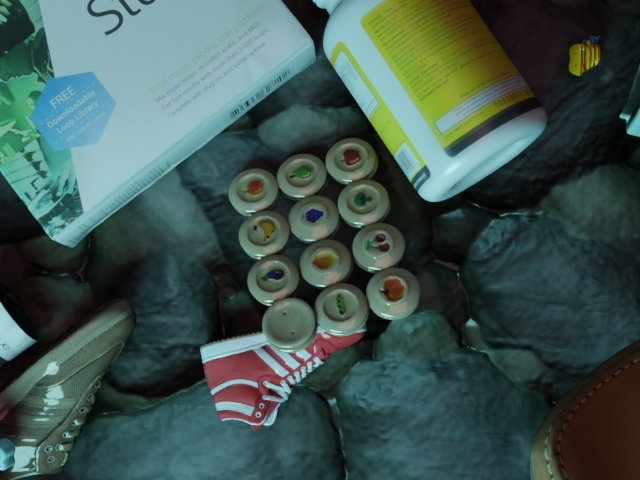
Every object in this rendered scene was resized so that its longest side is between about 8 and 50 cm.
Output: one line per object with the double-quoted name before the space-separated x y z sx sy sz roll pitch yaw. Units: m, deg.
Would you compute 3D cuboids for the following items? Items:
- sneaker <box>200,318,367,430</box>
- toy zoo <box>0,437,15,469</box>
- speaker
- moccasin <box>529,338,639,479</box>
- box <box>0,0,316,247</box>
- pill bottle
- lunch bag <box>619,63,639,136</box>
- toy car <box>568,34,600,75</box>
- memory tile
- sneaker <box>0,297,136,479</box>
"sneaker" -0.021 0.093 0.778 0.118 0.042 0.067 -13 78 8
"toy zoo" -0.306 0.236 0.742 0.293 0.030 0.192 -44 87 7
"speaker" -0.266 0.086 0.784 0.136 0.055 0.055 -36 82 -3
"moccasin" 0.304 0.090 0.672 0.379 0.147 0.139 -11 70 -12
"box" -0.190 -0.190 0.818 0.232 0.058 0.322 -38 81 -3
"pill bottle" 0.066 -0.127 0.775 0.103 0.103 0.184 -32 82 -2
"lunch bag" 0.341 -0.143 0.740 0.223 0.160 0.262 23 78 5
"toy car" 0.167 -0.179 0.822 0.040 0.060 0.122 -21 101 -44
"memory tile" 0.000 0.000 0.781 0.113 0.012 0.148 -17 62 1
"sneaker" -0.189 0.120 0.781 0.188 0.066 0.071 -41 99 2
